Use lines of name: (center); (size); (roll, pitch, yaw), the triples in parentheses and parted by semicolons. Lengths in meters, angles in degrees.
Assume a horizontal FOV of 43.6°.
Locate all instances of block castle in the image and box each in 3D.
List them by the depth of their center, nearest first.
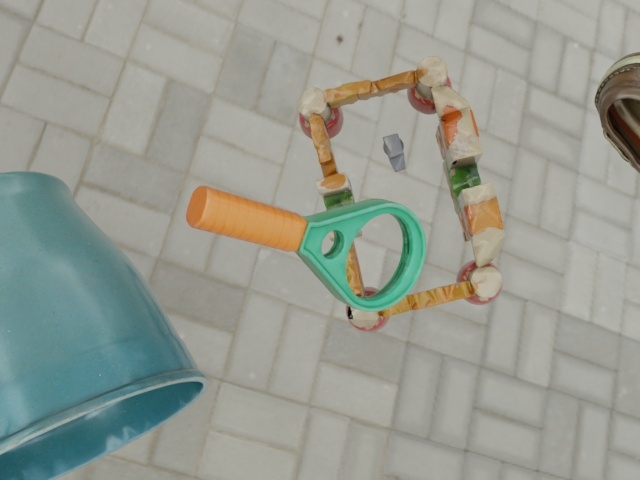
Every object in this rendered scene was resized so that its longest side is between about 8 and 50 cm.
block castle: (0.145, -0.080, 1.442); (0.303, 0.213, 0.453); (-14, 85, 6)

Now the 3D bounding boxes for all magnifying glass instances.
magnifying glass: (0.000, 0.000, 0.601); (0.231, 0.026, 0.092); (16, 95, -42)

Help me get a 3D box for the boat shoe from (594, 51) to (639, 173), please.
boat shoe: (0.335, -0.049, 0.678); (0.257, 0.095, 0.095); (38, 38, 4)

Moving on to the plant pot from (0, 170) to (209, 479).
plant pot: (-0.284, 0.085, 0.772); (0.271, 0.272, 0.255); (-21, 73, -27)
